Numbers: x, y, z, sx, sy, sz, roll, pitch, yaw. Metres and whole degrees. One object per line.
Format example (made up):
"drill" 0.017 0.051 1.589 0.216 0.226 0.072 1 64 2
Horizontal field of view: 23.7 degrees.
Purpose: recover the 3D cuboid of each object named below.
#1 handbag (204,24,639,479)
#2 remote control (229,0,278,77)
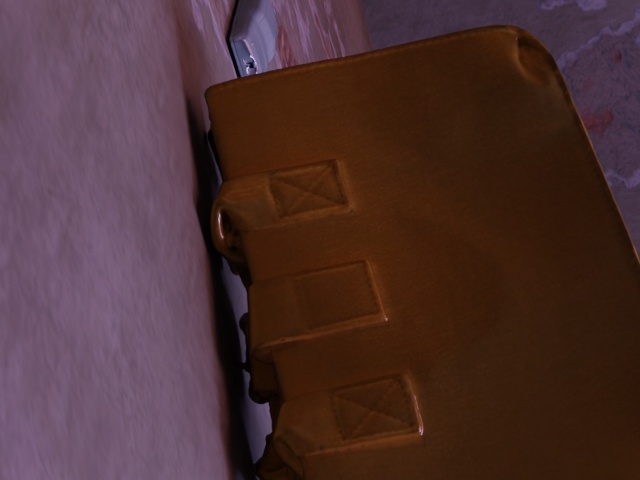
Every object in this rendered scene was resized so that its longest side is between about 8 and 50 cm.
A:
"handbag" 0.074 0.048 1.070 0.133 0.283 0.401 106 -27 -58
"remote control" -0.060 -0.188 1.431 0.162 0.029 0.061 -87 160 -64
